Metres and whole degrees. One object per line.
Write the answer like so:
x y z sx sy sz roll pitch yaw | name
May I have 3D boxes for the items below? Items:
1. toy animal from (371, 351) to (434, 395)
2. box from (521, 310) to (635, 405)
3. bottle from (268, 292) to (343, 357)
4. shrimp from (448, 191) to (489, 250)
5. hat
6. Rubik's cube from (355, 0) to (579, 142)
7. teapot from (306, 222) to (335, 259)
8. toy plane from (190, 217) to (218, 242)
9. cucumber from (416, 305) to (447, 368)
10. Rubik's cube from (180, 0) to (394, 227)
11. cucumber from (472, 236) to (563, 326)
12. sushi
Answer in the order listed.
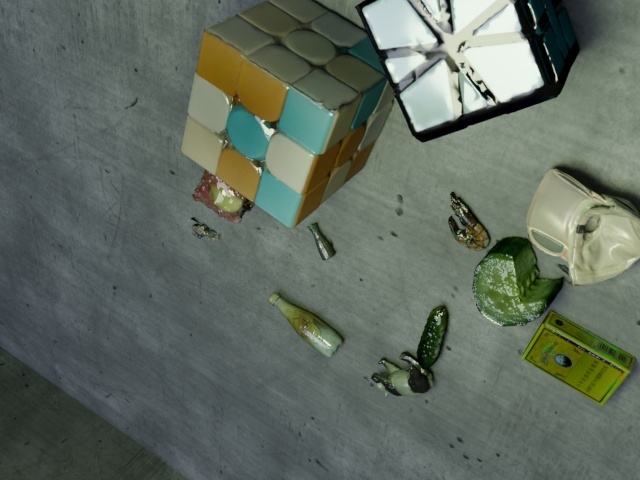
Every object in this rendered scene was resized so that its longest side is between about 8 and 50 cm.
0.234 0.405 2.020 0.225 0.094 0.121 -24 112 43 | toy animal
0.615 0.283 1.654 0.219 0.064 0.141 32 135 17 | box
-0.051 0.254 2.134 0.269 0.083 0.083 38 135 12 | bottle
0.341 -0.040 1.659 0.091 0.034 0.161 -23 105 45 | shrimp
0.561 -0.043 1.461 0.220 0.164 0.226 105 152 -42 | hat
0.281 -0.385 1.265 0.293 0.283 0.289 -16 109 36 | Rubik's cube
0.000 0.000 1.946 0.042 0.043 0.111 -19 104 44 | teapot
-0.376 -0.027 2.225 0.120 0.031 0.049 35 126 17 | toy plane
0.307 0.263 1.879 0.069 0.069 0.228 25 128 22 | cucumber
-0.064 -0.304 1.562 0.346 0.347 0.344 37 134 13 | Rubik's cube
0.450 0.098 1.615 0.191 0.130 0.191 16 121 28 | cucumber
-0.220 -0.166 1.868 0.171 0.237 0.270 41 133 -6 | sushi
